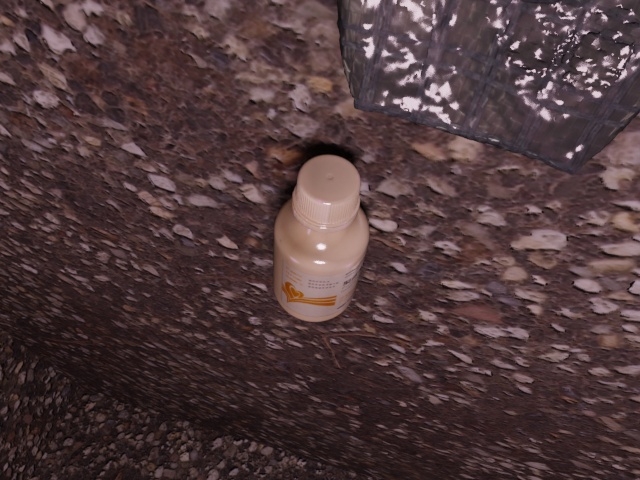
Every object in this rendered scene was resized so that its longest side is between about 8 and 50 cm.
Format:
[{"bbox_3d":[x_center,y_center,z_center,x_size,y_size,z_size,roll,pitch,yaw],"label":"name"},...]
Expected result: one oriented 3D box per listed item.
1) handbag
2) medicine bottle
[{"bbox_3d":[0.129,-0.156,0.424,0.270,0.089,0.175,18,141,6],"label":"handbag"},{"bbox_3d":[0.000,0.000,0.712,0.114,0.114,0.252,18,149,6],"label":"medicine bottle"}]
